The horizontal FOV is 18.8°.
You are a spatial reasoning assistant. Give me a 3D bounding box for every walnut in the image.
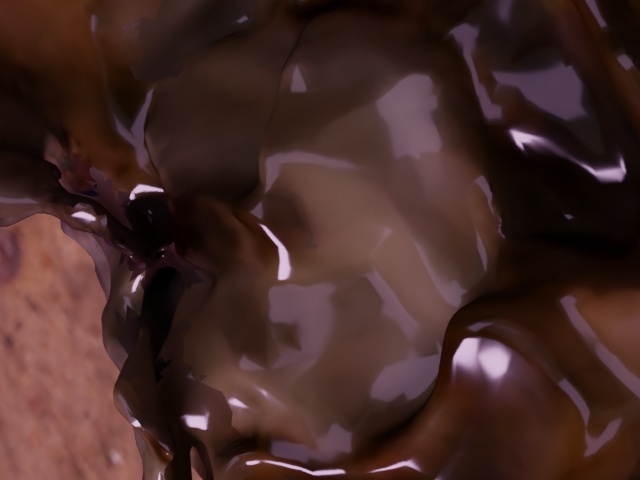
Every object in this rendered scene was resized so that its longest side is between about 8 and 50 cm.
[{"bbox_3d":[0.006,-0.010,0.493,0.204,0.141,0.238,-37,77,23],"label":"walnut"}]
